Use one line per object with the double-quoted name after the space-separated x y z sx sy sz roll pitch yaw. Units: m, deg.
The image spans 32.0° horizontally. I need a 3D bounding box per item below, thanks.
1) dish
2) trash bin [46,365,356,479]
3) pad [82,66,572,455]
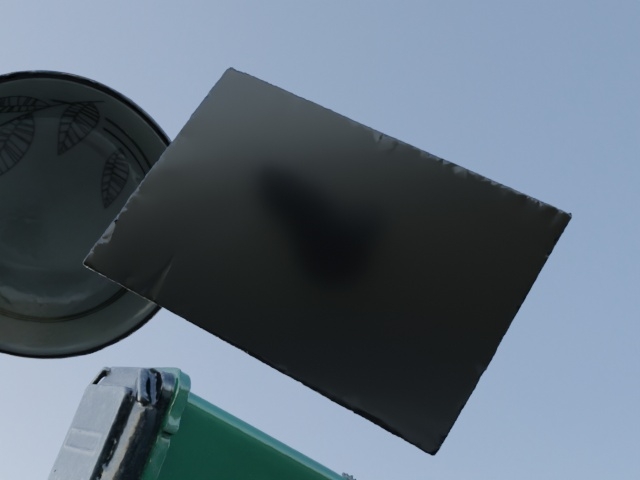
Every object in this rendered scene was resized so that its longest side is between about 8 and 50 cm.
-0.288 -0.034 1.173 0.316 0.106 0.317 -3 -69 -7 "dish"
-0.172 0.367 1.558 0.381 0.295 0.259 28 -19 -24 "trash bin"
0.000 0.000 0.797 0.299 0.202 0.005 25 -21 22 "pad"
